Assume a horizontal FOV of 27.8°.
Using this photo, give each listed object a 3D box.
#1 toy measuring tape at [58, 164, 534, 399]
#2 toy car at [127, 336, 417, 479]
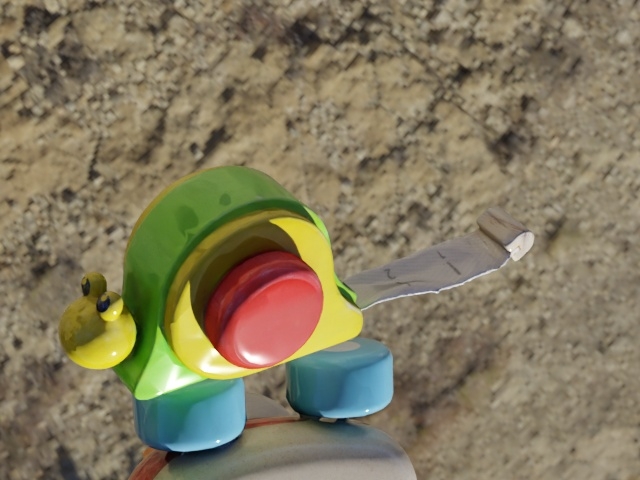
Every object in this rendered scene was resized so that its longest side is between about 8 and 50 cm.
[{"bbox_3d":[0.000,0.000,0.762,0.330,0.121,0.121,-17,129,-30],"label":"toy measuring tape"},{"bbox_3d":[-0.070,0.175,0.925,0.210,0.238,0.219,-8,101,-28],"label":"toy car"}]
